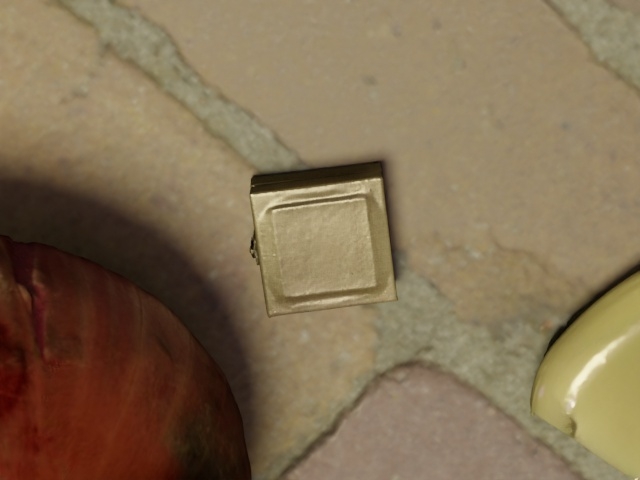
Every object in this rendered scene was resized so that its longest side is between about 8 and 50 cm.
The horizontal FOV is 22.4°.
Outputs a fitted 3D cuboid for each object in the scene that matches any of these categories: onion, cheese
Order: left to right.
[{"bbox_3d":[-0.197,0.165,0.881,0.353,0.354,0.354,0,109,-1],"label":"onion"},{"bbox_3d":[0.239,0.032,0.953,0.127,0.054,0.251,33,105,-15],"label":"cheese"}]

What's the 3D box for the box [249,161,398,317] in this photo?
[{"bbox_3d":[0.000,0.000,0.947,0.083,0.035,0.079,-6,109,2],"label":"box"}]
